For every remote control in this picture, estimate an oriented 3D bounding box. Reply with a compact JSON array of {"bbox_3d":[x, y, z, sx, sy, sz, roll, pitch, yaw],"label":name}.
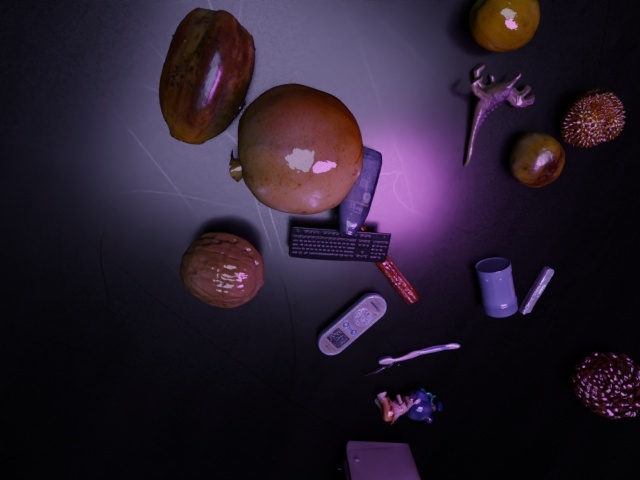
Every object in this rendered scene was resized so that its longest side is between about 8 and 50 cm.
[{"bbox_3d":[0.092,0.248,1.270,0.244,0.047,0.087,-41,112,5],"label":"remote control"}]

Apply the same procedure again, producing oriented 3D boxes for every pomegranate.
[{"bbox_3d":[-0.061,-0.204,0.981,0.320,0.319,0.318,-2,108,-8],"label":"pomegranate"}]

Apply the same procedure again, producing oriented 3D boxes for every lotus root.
[{"bbox_3d":[-0.256,-0.359,0.968,0.193,0.193,0.290,20,101,-14],"label":"lotus root"}]

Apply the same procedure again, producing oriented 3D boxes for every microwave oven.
[{"bbox_3d":[0.180,0.899,1.349,0.248,0.333,0.393,0,108,-4],"label":"microwave oven"}]

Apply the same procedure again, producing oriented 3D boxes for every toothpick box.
[{"bbox_3d":[0.528,0.140,1.270,0.101,0.101,0.153,-17,108,-3],"label":"toothpick box"}]

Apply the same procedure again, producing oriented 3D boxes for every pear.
[{"bbox_3d":[0.440,-0.533,1.017,0.162,0.149,0.148,19,104,-24],"label":"pear"}]

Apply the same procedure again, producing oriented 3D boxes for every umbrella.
[{"bbox_3d":[0.196,0.408,1.353,0.122,0.022,0.013,-22,136,10],"label":"umbrella"}]

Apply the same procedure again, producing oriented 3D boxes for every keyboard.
[{"bbox_3d":[-0.001,0.005,1.150,0.382,0.041,0.103,6,114,-2],"label":"keyboard"}]

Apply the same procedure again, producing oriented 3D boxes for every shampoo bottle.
[{"bbox_3d":[0.099,-0.126,1.114,0.087,0.049,0.233,15,87,-9],"label":"shampoo bottle"}]

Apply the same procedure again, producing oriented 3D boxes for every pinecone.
[{"bbox_3d":[0.950,0.474,1.392,0.222,0.221,0.221,-2,108,-8],"label":"pinecone"}]

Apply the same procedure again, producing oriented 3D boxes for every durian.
[{"bbox_3d":[0.729,-0.324,1.137,0.158,0.137,0.168,-38,119,-17],"label":"durian"}]

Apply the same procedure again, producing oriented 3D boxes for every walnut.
[{"bbox_3d":[-0.245,0.078,1.085,0.214,0.213,0.213,-2,108,-8],"label":"walnut"}]

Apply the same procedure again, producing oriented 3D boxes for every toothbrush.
[{"bbox_3d":[0.315,0.358,1.348,0.270,0.027,0.021,-10,118,-5],"label":"toothbrush"}]

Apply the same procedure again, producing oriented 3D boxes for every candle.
[{"bbox_3d":[0.182,0.065,1.223,0.051,0.048,0.329,-30,110,27],"label":"candle"}]

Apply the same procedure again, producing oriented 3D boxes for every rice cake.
[{"bbox_3d":[0.678,0.159,1.333,0.029,0.033,0.170,23,103,-14],"label":"rice cake"}]

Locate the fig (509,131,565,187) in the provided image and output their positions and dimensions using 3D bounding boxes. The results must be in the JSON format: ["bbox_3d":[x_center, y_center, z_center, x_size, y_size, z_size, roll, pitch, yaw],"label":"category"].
[{"bbox_3d":[0.589,-0.218,1.153,0.136,0.120,0.152,-12,109,-9],"label":"fig"}]

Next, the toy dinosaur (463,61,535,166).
[{"bbox_3d":[0.441,-0.349,1.120,0.251,0.072,0.200,-46,118,-3],"label":"toy dinosaur"}]

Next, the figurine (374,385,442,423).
[{"bbox_3d":[0.282,0.537,1.364,0.195,0.102,0.111,-7,142,-10],"label":"figurine"}]
